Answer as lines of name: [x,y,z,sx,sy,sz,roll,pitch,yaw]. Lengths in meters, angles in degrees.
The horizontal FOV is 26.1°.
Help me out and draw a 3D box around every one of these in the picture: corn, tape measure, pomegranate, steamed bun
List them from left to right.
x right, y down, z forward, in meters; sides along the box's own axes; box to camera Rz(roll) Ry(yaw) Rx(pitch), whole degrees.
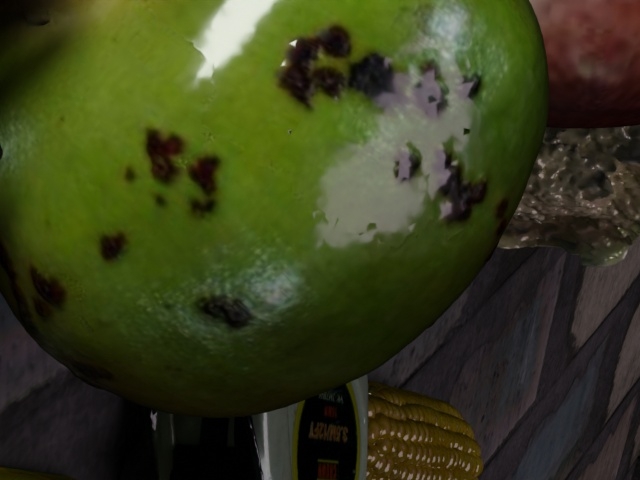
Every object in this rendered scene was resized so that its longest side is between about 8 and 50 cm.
pomegranate: [-0.043,-0.074,0.627,0.291,0.290,0.323,-58,154,-21]
tape measure: [-0.053,0.149,0.973,0.235,0.115,0.207,22,71,-66]
corn: [0.059,0.192,1.252,0.130,0.130,0.347,-66,153,-5]
steamed bun: [0.182,-0.065,1.165,0.200,0.225,0.170,-7,117,-65]

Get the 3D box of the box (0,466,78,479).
box: [-0.229,0.267,0.818,0.279,0.041,0.153,-66,158,-5]

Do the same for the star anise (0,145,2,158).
star anise: [-0.183,-0.105,0.427,0.272,0.102,0.272,-13,116,-28]

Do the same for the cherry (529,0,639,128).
cherry: [0.178,-0.228,0.947,0.291,0.334,0.326,83,-7,-47]
